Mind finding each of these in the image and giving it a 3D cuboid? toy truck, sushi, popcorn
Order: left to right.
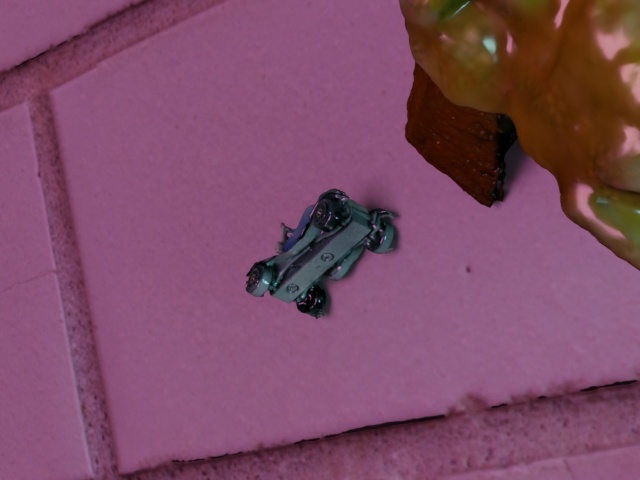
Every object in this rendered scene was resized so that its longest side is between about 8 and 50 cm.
[{"bbox_3d":[-0.001,0.001,1.542,0.154,0.080,0.078,-45,36,36],"label":"toy truck"},{"bbox_3d":[0.153,-0.159,1.340,0.149,0.140,0.287,-123,41,-75],"label":"sushi"},{"bbox_3d":[0.245,-0.148,1.135,0.334,0.292,0.293,37,106,24],"label":"popcorn"}]
